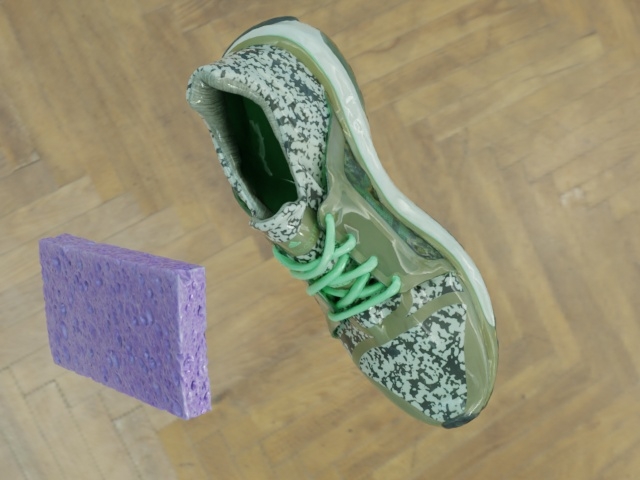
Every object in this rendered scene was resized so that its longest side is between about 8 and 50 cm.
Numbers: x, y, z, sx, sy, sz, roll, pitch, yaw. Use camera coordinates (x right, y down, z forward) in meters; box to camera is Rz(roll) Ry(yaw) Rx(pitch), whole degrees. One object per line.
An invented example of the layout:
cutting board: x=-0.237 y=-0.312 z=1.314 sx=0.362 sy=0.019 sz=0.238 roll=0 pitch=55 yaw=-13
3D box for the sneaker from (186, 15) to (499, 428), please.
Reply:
sneaker: x=0.000 y=0.000 z=0.980 sx=0.410 sy=0.158 sz=0.182 roll=57 pitch=30 yaw=3

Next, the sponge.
sponge: x=-0.162 y=0.064 z=0.916 sx=0.031 sy=0.210 sz=0.117 roll=-14 pitch=107 yaw=-41
